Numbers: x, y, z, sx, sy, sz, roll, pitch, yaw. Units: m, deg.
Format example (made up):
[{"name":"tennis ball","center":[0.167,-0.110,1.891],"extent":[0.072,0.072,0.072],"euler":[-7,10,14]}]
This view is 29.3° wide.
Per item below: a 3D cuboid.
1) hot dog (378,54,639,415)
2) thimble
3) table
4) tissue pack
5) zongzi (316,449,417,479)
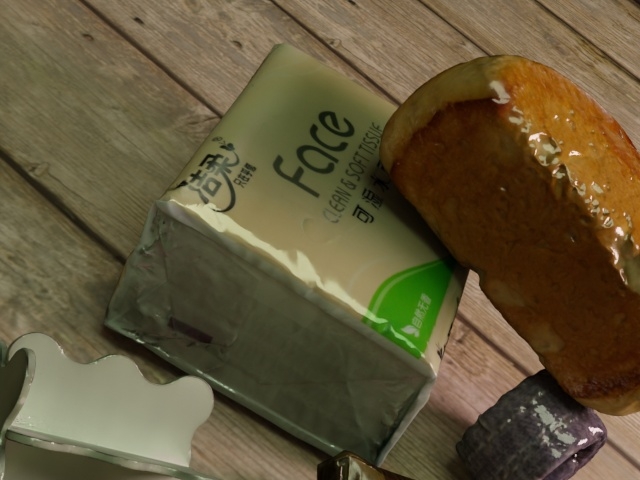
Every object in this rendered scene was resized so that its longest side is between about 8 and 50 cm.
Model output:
[{"name":"hot dog","center":[0.257,-0.024,1.288],"extent":[0.405,0.185,0.223],"euler":[50,35,-1]},{"name":"thimble","center":[0.228,0.216,1.316],"extent":[0.150,0.150,0.098],"euler":[-14,56,-46]},{"name":"table","center":[-0.193,0.178,1.047],"extent":[0.198,0.166,0.167],"euler":[20,37,-29]},{"name":"tissue pack","center":[0.000,0.000,1.349],"extent":[0.331,0.205,0.405],"euler":[30,35,-2]},{"name":"zongzi","center":[0.077,0.309,1.162],"extent":[0.187,0.084,0.184],"euler":[21,51,-23]}]
